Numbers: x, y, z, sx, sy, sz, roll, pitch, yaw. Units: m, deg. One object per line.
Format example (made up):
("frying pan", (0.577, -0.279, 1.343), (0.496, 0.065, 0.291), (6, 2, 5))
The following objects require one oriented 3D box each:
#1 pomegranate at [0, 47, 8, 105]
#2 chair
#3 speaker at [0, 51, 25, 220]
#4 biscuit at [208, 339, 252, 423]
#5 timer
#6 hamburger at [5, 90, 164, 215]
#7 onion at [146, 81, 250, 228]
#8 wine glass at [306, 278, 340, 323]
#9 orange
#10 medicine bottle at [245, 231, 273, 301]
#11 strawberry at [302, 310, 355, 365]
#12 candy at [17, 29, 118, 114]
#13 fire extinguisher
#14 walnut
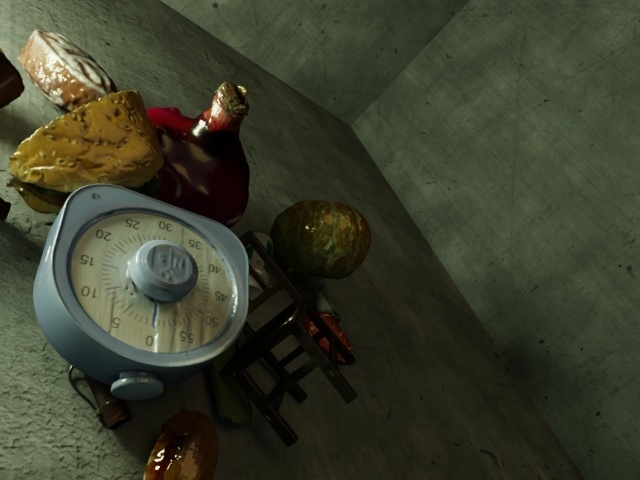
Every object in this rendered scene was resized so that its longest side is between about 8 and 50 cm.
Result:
("pomegranate", (-0.772, -0.362, 1.085), (0.207, 0.207, 0.207), (37, 24, -20))
("chair", (-0.118, 0.200, 1.160), (0.416, 0.203, 0.240), (51, 11, -3))
("speaker", (-0.681, -0.178, 0.923), (0.198, 0.259, 0.329), (14, 71, -1))
("biscuit", (-0.220, 0.268, 1.163), (0.099, 0.038, 0.322), (33, 26, -45))
("timer", (-0.308, 0.096, 0.937), (0.395, 0.173, 0.394), (27, 42, -28))
("hamburger", (-0.428, -0.158, 1.052), (0.209, 0.162, 0.330), (45, 47, -8))
("onion", (-0.309, -0.214, 1.333), (0.398, 0.420, 0.398), (46, 18, -20))
("wine glass", (0.008, 0.200, 1.634), (0.072, 0.072, 0.155), (25, 30, -40))
("orange", (0.000, 0.000, 1.674), (0.329, 0.329, 0.249), (20, 72, -46))
("medicine bottle", (-0.188, 0.077, 1.469), (0.095, 0.095, 0.260), (37, 23, -20))
("strawberry", (0.012, 0.293, 1.493), (0.188, 0.082, 0.121), (53, 42, -7))
("candy", (-0.684, -0.443, 1.406), (0.289, 0.157, 0.214), (44, 8, 13))
("fire extinguisher", (-0.388, 0.254, 0.901), (0.078, 0.045, 0.157), (-16, 63, -40))
("walnut", (-0.236, 0.383, 0.873), (0.116, 0.116, 0.207), (35, 32, -24))
